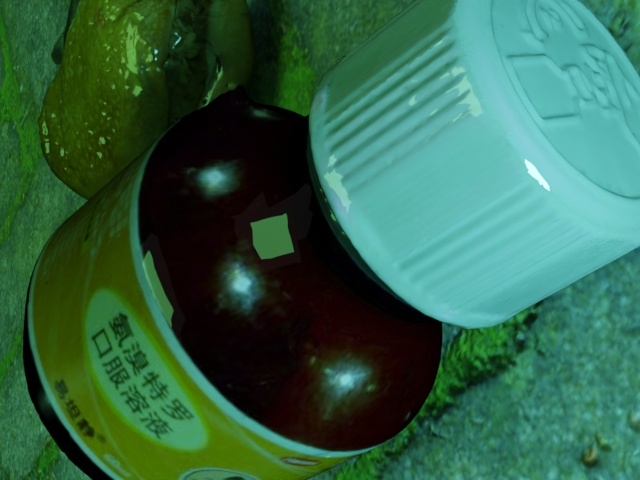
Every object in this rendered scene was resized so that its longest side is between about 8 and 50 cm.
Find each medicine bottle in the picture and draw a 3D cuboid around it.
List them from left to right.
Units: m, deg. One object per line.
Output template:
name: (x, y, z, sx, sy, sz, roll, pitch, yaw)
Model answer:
medicine bottle: (0.000, 0.000, 0.682, 0.395, 0.242, 0.243, -40, 54, 38)

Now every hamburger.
hamburger: (-0.146, -0.111, 1.000, 0.283, 0.144, 0.157, -54, 51, 45)

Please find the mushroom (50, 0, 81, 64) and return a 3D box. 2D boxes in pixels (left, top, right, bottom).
mushroom: (-0.170, -0.317, 1.099, 0.109, 0.097, 0.351, 46, 121, 48)
